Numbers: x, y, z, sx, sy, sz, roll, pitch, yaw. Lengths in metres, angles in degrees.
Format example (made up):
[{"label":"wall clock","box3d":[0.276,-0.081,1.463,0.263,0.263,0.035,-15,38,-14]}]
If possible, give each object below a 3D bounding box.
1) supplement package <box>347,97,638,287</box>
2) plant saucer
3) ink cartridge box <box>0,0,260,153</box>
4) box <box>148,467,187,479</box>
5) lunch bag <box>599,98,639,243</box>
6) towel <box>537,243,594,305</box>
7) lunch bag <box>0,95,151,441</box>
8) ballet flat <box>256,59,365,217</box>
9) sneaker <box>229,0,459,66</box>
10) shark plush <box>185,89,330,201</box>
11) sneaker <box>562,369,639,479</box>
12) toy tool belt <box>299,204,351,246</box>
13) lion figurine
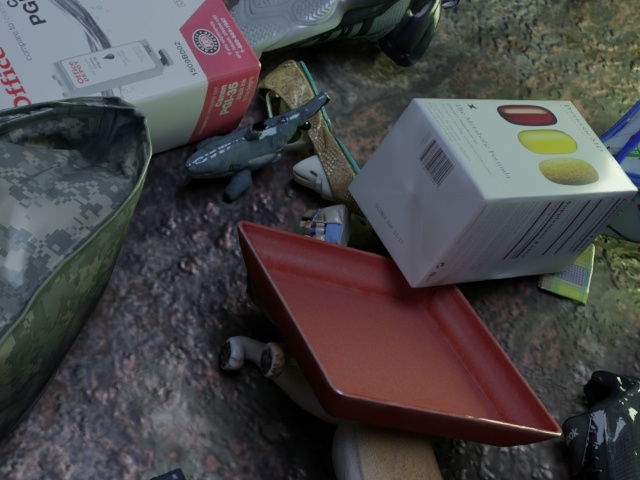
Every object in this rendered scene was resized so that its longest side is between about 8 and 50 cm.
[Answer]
[{"label":"supplement package","box3d":[0.177,-0.052,1.569,0.244,0.134,0.139,-5,53,-43]},{"label":"plant saucer","box3d":[0.061,0.095,1.421,0.258,0.047,0.259,14,28,-33]},{"label":"ink cartridge box","box3d":[-0.236,-0.184,1.559,0.283,0.117,0.207,-19,67,-29]},{"label":"box","box3d":[-0.179,0.306,1.274,0.207,0.108,0.153,-19,67,-29]},{"label":"lunch bag","box3d":[0.434,-0.097,1.707,0.243,0.115,0.303,18,43,37]},{"label":"towel","box3d":[0.267,0.027,1.676,0.060,0.009,0.083,19,55,-9]},{"label":"lunch bag","box3d":[-0.268,0.020,1.344,0.169,0.235,0.287,34,54,7]},{"label":"ballet flat","box3d":[-0.009,-0.097,1.629,0.067,0.073,0.206,-25,64,-7]},{"label":"sneaker","box3d":[0.030,-0.239,1.703,0.269,0.153,0.101,-28,49,4]},{"label":"shark plush","box3d":[-0.060,-0.099,1.573,0.161,0.067,0.073,-19,70,-1]},{"label":"sneaker","box3d":[0.282,0.221,1.520,0.106,0.078,0.234,22,50,-3]},{"label":"toy tool belt","box3d":[0.000,0.000,1.578,0.051,0.052,0.083,0,49,17]},{"label":"lion figurine","box3d":[0.052,0.201,1.410,0.240,0.142,0.392,9,52,-24]}]
